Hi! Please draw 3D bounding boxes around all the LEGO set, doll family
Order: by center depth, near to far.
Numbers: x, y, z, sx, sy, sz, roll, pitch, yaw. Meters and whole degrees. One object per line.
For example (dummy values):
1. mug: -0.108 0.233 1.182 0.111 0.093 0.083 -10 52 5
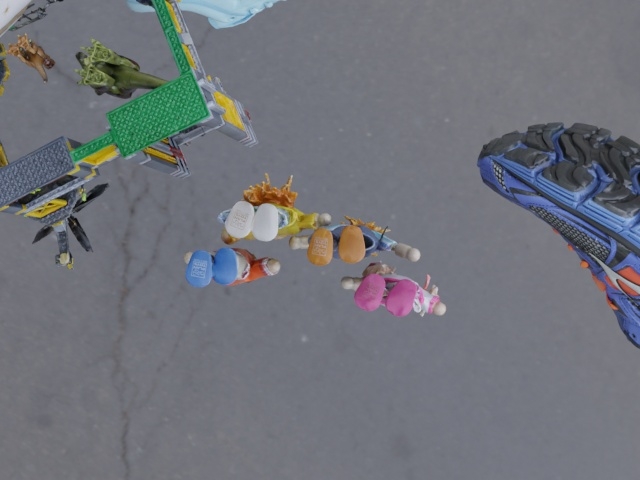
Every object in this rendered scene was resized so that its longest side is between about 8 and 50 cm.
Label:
1. doll family: 0.000 0.000 1.001 0.163 0.263 0.118 1 99 -82
2. LEGO set: -0.223 -0.150 1.071 0.331 0.192 0.255 -33 80 9

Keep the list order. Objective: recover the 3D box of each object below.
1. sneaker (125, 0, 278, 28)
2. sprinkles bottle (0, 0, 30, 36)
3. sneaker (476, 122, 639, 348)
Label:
1. sneaker: -0.096 -0.362 1.387 0.365 0.135 0.150 3 140 -6
2. sprinkles bottle: -0.182 -0.090 0.361 0.121 0.121 0.355 63 27 -29
3. sneaker: 0.176 0.015 0.553 0.083 0.221 0.087 -37 159 -51
